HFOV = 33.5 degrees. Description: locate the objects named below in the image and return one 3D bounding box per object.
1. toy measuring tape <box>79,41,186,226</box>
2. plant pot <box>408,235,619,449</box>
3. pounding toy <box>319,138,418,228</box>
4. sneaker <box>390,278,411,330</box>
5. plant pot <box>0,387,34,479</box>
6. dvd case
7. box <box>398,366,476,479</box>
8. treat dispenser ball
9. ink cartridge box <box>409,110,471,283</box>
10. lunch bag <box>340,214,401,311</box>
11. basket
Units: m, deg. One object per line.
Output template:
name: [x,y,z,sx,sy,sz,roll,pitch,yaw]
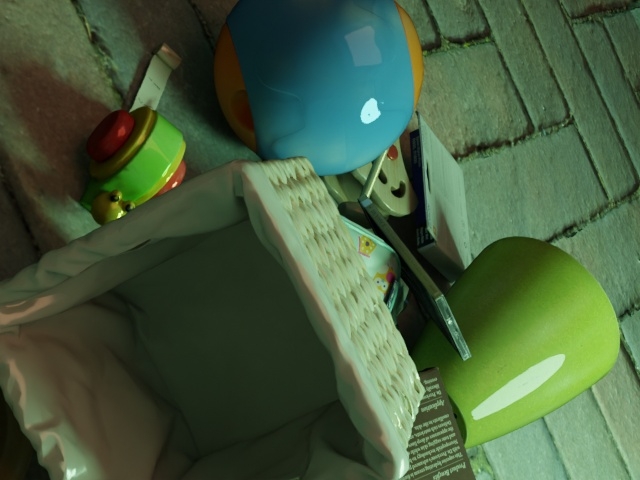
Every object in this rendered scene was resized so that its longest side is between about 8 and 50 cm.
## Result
toy measuring tape: [-0.206,-0.147,1.312,0.121,0.121,0.330,42,43,-28]
plant pot: [0.254,0.180,1.599,0.293,0.274,0.275,-34,98,-36]
pounding toy: [0.102,-0.119,1.633,0.154,0.155,0.270,31,53,-35]
sneaker: [0.068,0.108,1.545,0.081,0.080,0.211,46,31,-15]
plant pot: [-0.378,0.164,1.004,0.236,0.032,0.236,26,53,-41]
dvd case: [0.132,0.051,1.489,0.221,0.018,0.164,54,-3,41]
box: [0.073,0.289,1.352,0.168,0.167,0.203,-10,79,-42]
treat dispenser ball: [-0.003,-0.232,1.457,0.288,0.288,0.288,27,52,-40]
ink cartridge box: [0.189,-0.067,1.753,0.224,0.045,0.223,43,40,-54]
lunch bag: [-0.027,0.071,1.373,0.279,0.108,0.224,30,73,-35]
basket: [-0.107,0.116,1.082,0.331,0.328,0.266,62,15,-3]
